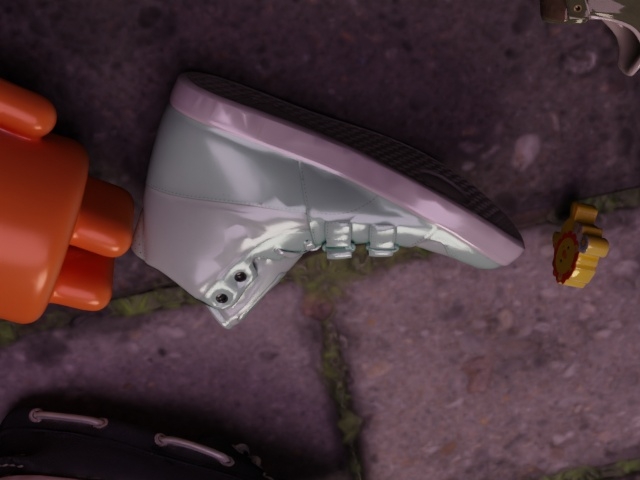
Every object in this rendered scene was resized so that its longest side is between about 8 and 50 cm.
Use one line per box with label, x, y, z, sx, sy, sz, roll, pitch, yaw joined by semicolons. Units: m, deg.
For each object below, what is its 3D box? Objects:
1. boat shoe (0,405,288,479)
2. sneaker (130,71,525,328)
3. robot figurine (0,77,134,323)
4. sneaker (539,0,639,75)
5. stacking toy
boat shoe;-0.095;0.185;0.948;0.302;0.091;0.114;14;140;-17
sneaker;0.000;0.000;0.860;0.256;0.094;0.151;21;108;-6
robot figurine;-0.231;-0.021;0.805;0.219;0.128;0.158;18;152;-15
sneaker;0.165;-0.176;0.803;0.192;0.064;0.086;33;105;-24
stacking toy;0.276;-0.043;0.865;0.167;0.052;0.221;10;129;-16
